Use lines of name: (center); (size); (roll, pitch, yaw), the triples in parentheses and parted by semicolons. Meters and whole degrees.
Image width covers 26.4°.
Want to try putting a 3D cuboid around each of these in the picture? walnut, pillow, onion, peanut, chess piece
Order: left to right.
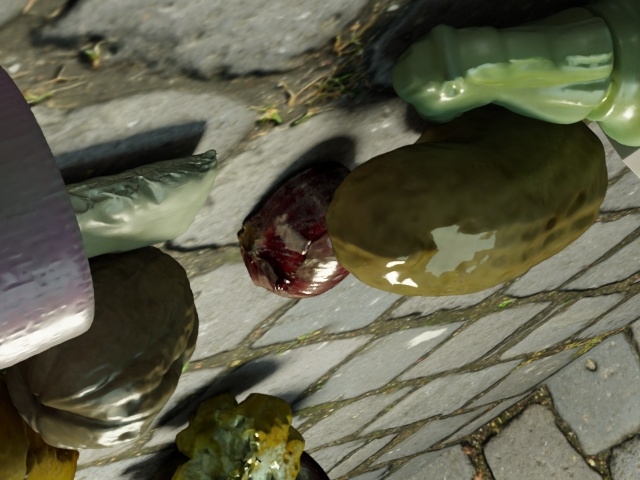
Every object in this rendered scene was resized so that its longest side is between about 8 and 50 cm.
pillow: (-0.199, -0.017, 1.190); (0.229, 0.051, 0.128); (-19, 155, -30)
walnut: (-0.200, 0.093, 1.284); (0.178, 0.178, 0.230); (-47, -174, 43)
onion: (0.000, 0.000, 1.461); (0.151, 0.098, 0.206); (-20, 160, -22)
peanut: (0.156, -0.049, 1.397); (0.387, 0.192, 0.170); (-21, 144, -46)
chess piece: (0.201, -0.162, 1.288); (0.298, 0.176, 0.176); (-7, 155, -20)

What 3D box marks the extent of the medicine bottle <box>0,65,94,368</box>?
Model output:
medicine bottle: (-0.352, 0.037, 0.832); (0.388, 0.219, 0.219); (-20, 160, -22)

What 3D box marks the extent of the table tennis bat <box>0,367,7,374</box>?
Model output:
table tennis bat: (-0.368, 0.145, 1.397); (0.321, 0.050, 0.198); (-40, 160, 18)

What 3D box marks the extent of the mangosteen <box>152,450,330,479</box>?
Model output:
mangosteen: (-0.129, 0.455, 2.222); (0.330, 0.330, 0.330); (-26, 162, -9)

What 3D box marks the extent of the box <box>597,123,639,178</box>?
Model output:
box: (0.334, -0.143, 1.523); (0.051, 0.130, 0.129); (-36, 161, 15)

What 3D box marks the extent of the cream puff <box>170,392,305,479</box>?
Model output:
cream puff: (-0.130, 0.321, 2.006); (0.221, 0.194, 0.195); (-64, 165, -9)

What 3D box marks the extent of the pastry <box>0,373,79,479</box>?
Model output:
pastry: (-0.404, 0.262, 1.331); (0.356, 0.164, 0.356); (-31, 157, -15)
